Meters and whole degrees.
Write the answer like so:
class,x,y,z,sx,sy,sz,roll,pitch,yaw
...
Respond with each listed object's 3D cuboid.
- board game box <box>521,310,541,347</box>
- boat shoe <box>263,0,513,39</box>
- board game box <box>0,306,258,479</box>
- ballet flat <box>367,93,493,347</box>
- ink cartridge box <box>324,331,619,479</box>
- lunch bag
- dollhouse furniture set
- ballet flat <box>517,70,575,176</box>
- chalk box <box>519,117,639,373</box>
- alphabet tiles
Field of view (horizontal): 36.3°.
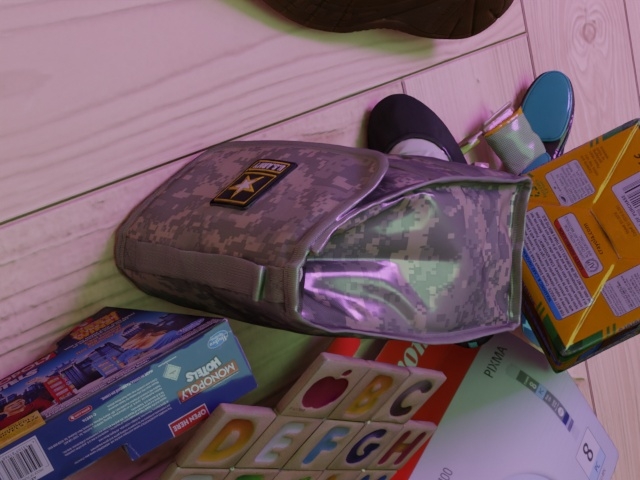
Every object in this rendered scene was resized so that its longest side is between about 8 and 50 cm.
class,x,y,z,sx,sy,sz,roll,pitch,yaw
board game box,0.285,0.056,1.250,0.133,0.033,0.168,-9,93,-38
boat shoe,0.052,-0.290,0.978,0.342,0.123,0.123,-2,63,-38
board game box,-0.172,0.112,0.731,0.194,0.194,0.060,-29,106,-19
ballet flat,0.122,-0.021,1.003,0.096,0.095,0.280,-31,99,-78
ink cartridge box,0.164,0.211,1.045,0.385,0.091,0.308,56,47,-20
lunch bag,0.000,0.000,0.836,0.287,0.235,0.168,-4,100,-44
dollhouse furniture set,0.203,-0.099,1.121,0.152,0.058,0.076,-39,95,-19
ballet flat,0.271,-0.110,1.212,0.074,0.074,0.203,26,69,-41
chalk box,0.293,0.024,1.055,0.180,0.179,0.289,64,4,17
alphabet tiles,-0.049,0.224,0.799,0.342,0.011,0.285,-51,144,16
